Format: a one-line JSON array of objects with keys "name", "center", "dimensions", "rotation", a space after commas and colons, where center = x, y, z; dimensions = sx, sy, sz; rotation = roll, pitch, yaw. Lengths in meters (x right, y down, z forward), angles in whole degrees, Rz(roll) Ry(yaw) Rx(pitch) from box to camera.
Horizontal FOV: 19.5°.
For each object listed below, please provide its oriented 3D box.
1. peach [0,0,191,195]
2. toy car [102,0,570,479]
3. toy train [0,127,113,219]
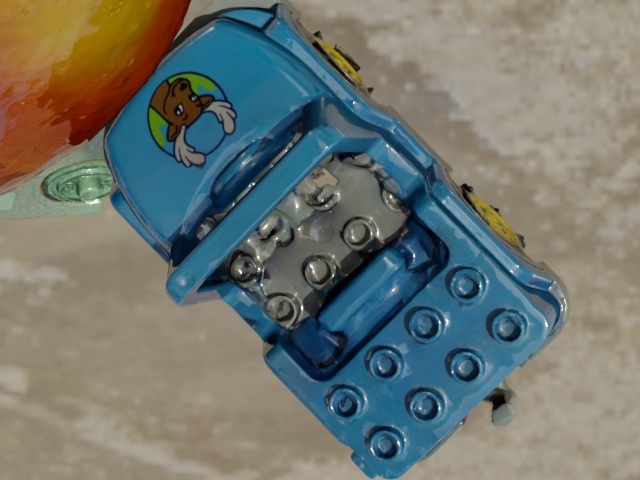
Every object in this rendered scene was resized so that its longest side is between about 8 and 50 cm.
[{"name": "peach", "center": [-0.162, -0.136, 0.601], "dimensions": [0.281, 0.238, 0.281], "rotation": [7, 145, 5]}, {"name": "toy car", "center": [0.000, 0.000, 0.674], "dimensions": [0.097, 0.191, 0.100], "rotation": [-45, 175, 13]}, {"name": "toy train", "center": [-0.216, -0.119, 1.474], "dimensions": [0.159, 0.129, 0.326], "rotation": [-2, 157, -17]}]
